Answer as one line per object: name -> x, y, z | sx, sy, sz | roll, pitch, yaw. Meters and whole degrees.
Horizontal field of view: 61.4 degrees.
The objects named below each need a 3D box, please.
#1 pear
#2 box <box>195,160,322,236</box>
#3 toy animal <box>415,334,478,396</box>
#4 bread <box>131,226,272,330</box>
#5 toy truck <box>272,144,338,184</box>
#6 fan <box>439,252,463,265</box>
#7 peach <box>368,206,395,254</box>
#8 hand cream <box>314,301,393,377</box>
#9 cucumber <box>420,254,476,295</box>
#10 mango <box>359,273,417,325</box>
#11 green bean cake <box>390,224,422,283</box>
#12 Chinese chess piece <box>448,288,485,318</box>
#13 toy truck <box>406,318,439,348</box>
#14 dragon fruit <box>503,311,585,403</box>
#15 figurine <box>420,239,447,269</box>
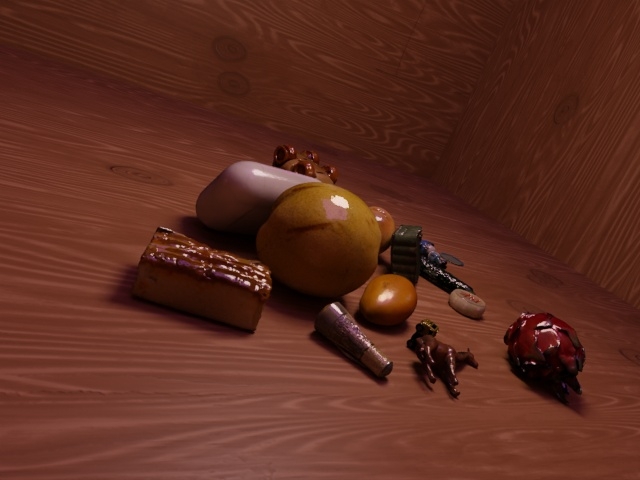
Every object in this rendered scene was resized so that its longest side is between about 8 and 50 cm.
pear -> 0.000, 0.000, 1.396 | 0.314, 0.314, 0.314 | 21, 18, -7
box -> -0.164, -0.107, 1.568 | 0.349, 0.289, 0.141 | 10, 65, -36
toy animal -> 0.318, 0.293, 1.318 | 0.224, 0.066, 0.229 | 36, 20, -10
bread -> -0.246, 0.080, 1.166 | 0.275, 0.114, 0.185 | 21, 18, -13
toy truck -> -0.072, -0.235, 2.117 | 0.204, 0.211, 0.288 | 2, 31, -49
fan -> 0.546, 0.081, 2.289 | 0.113, 0.005, 0.175 | 33, 21, 29
peach -> 0.178, -0.030, 1.892 | 0.184, 0.184, 0.184 | 21, 18, -7
hand cream -> 0.080, 0.228, 1.209 | 0.203, 0.084, 0.084 | 40, 23, 25
cucumber -> 0.420, 0.125, 1.921 | 0.293, 0.067, 0.067 | 35, 21, 29
mango -> 0.179, 0.165, 1.455 | 0.145, 0.112, 0.219 | 31, 31, 22
green bean cake -> 0.289, 0.041, 1.813 | 0.094, 0.173, 0.181 | 3, 15, 16
Chinese chess piece -> 0.484, 0.208, 1.780 | 0.122, 0.051, 0.122 | 20, 18, -7
toy truck -> 0.262, 0.240, 1.364 | 0.054, 0.083, 0.049 | 32, 19, 22
dragon fruit -> 0.624, 0.305, 1.482 | 0.192, 0.193, 0.274 | 43, 3, -39
figurine -> 0.435, 0.061, 2.121 | 0.087, 0.086, 0.149 | -24, 47, -10
